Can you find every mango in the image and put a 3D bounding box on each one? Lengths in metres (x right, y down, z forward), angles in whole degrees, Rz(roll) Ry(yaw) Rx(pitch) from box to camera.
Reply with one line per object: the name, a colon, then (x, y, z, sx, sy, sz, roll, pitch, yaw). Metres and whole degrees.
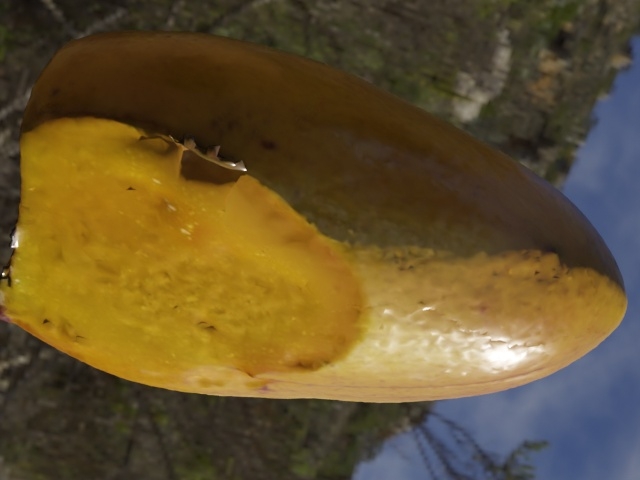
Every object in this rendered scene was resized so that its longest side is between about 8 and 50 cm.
mango: (0.000, 0.000, 0.641, 0.187, 0.257, 0.138, 109, -1, -55)
